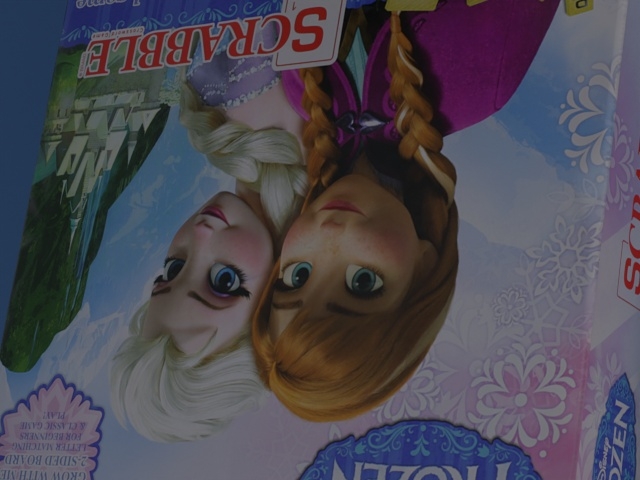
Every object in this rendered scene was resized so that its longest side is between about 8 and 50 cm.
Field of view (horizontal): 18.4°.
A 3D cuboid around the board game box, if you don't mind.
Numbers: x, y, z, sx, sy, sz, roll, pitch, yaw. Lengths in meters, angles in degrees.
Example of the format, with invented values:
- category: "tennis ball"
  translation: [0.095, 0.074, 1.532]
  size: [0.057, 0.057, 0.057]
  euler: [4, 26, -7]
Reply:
- category: "board game box"
  translation: [0.000, 0.000, 0.883]
  size: [0.318, 0.066, 0.318]
  euler: [-4, -110, 35]
